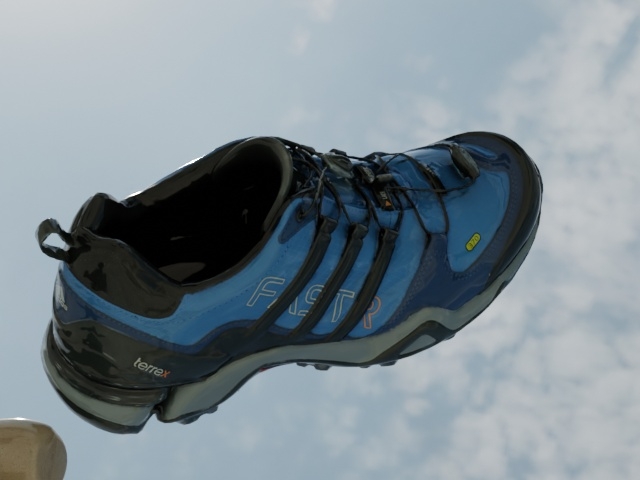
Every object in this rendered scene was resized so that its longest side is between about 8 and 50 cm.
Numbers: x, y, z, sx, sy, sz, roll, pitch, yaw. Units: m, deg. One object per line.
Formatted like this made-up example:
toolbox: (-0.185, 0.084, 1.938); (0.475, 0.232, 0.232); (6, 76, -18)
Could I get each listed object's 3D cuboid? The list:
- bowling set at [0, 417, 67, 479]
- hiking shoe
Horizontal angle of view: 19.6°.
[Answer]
bowling set: (-0.243, 0.198, 0.879); (0.154, 0.200, 0.287); (-1, -107, 26)
hiking shoe: (0.000, 0.000, 0.968); (0.113, 0.304, 0.132); (49, -31, 31)
